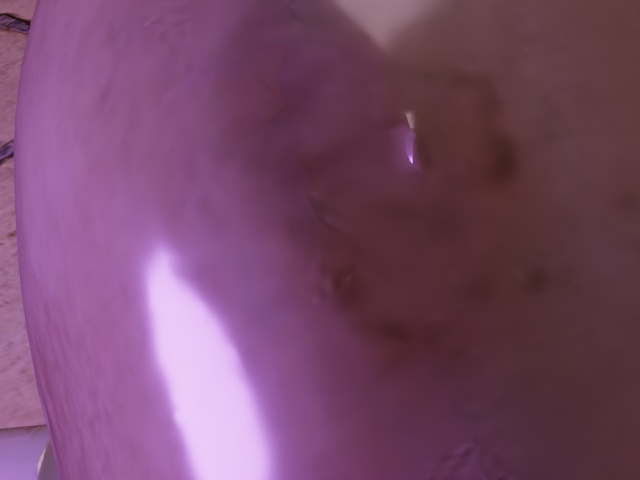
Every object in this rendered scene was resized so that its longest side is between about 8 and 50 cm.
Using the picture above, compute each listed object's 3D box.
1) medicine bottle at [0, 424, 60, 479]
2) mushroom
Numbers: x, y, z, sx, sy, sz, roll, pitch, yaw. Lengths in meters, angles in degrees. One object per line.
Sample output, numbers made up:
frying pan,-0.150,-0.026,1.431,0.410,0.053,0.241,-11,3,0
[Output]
medicine bottle,-0.101,0.095,0.681,0.089,0.052,0.052,-8,28,28
mushroom,0.076,0.013,0.457,0.290,0.292,0.292,-15,23,-13
